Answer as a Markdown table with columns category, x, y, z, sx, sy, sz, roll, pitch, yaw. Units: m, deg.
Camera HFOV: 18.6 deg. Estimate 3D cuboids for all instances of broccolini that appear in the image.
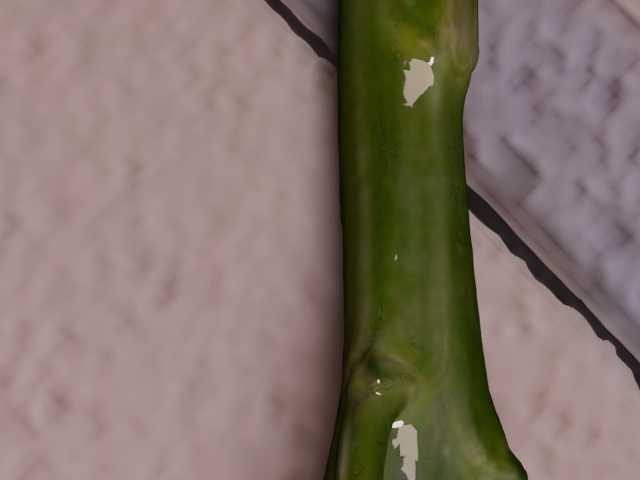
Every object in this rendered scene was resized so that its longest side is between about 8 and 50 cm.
| category | x | y | z | sx | sy | sz | roll | pitch | yaw |
| --- | --- | --- | --- | --- | --- | --- | --- | --- | --- |
| broccolini | 0.006 | 0.000 | 0.358 | 0.079 | 0.074 | 0.392 | 2 | 78 | -18 |
